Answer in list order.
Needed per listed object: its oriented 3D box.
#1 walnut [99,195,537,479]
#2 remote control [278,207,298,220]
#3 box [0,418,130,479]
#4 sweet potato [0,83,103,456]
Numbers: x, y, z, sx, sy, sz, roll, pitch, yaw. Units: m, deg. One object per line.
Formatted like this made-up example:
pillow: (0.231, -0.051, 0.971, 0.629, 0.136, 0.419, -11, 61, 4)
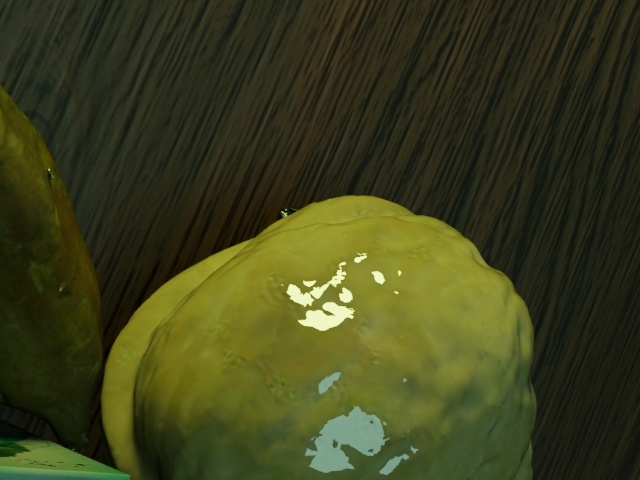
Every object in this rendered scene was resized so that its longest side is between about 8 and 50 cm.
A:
walnut: (0.003, 0.146, 1.528, 0.381, 0.381, 0.381, -7, 102, -33)
remote control: (0.000, 0.000, 1.687, 0.096, 0.014, 0.039, 18, 88, -34)
box: (-0.268, 0.188, 1.397, 0.153, 0.245, 0.092, 10, 90, -36)
sweet potato: (-0.255, 0.006, 1.436, 0.158, 0.158, 0.369, -39, 128, -23)
